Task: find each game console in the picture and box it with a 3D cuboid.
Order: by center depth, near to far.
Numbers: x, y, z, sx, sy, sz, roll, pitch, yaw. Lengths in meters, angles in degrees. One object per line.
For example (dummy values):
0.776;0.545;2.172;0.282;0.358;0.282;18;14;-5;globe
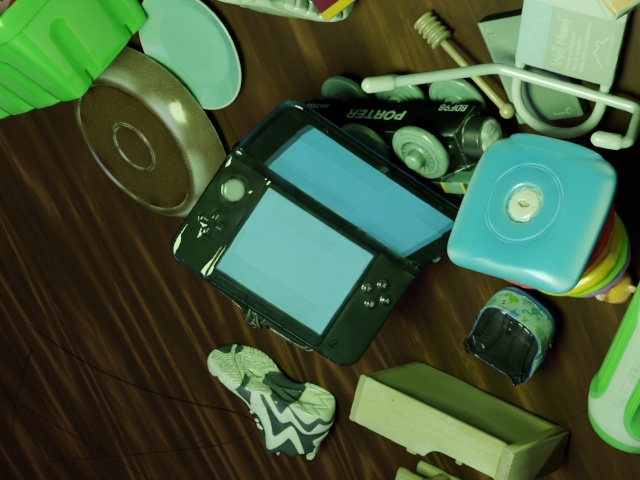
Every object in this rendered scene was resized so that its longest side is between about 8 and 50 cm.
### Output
0.000;0.000;1.840;0.293;0.250;0.173;33;-179;-12;game console

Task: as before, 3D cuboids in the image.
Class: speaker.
0.409;0.126;1.769;0.131;0.131;0.297;33;140;19;speaker

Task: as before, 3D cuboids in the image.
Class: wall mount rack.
0.213;-0.241;1.595;0.304;0.130;0.350;17;130;15;wall mount rack

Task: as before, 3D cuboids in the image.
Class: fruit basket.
-0.464;-0.379;2.097;0.392;0.283;0.392;27;152;16;fruit basket

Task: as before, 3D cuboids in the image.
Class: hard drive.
0.247;-0.202;1.726;0.094;0.022;0.135;-4;120;46;hard drive

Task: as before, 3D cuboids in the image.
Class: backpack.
0.255;0.114;1.946;0.105;0.084;0.114;35;146;16;backpack

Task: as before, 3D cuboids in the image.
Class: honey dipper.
0.174;-0.207;1.772;0.161;0.030;0.030;48;144;11;honey dipper

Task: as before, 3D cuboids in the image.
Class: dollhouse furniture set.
0.152;0.406;2.102;0.256;0.362;0.394;23;107;32;dollhouse furniture set

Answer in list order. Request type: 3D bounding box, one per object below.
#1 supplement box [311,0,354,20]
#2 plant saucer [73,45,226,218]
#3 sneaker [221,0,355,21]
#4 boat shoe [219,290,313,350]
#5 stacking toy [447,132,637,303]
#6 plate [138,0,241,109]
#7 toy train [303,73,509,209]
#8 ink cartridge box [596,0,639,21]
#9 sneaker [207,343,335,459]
0.002;-0.370;1.753;0.188;0.104;0.081;53;142;-6;supplement box
-0.267;-0.150;2.242;0.310;0.050;0.311;29;143;25;plant saucer
-0.099;-0.320;1.804;0.281;0.105;0.115;19;171;-29;sneaker
-0.096;0.096;2.285;0.228;0.076;0.080;45;143;4;boat shoe
0.298;0.010;1.727;0.175;0.166;0.302;17;170;38;stacking toy
-0.178;-0.270;2.087;0.188;0.024;0.188;27;139;26;plate
0.099;-0.103;1.880;0.333;0.142;0.190;5;138;40;toy train
0.298;-0.325;1.449;0.179;0.145;0.045;58;179;3;ink cartridge box
-0.088;0.276;2.421;0.235;0.094;0.153;22;128;16;sneaker
